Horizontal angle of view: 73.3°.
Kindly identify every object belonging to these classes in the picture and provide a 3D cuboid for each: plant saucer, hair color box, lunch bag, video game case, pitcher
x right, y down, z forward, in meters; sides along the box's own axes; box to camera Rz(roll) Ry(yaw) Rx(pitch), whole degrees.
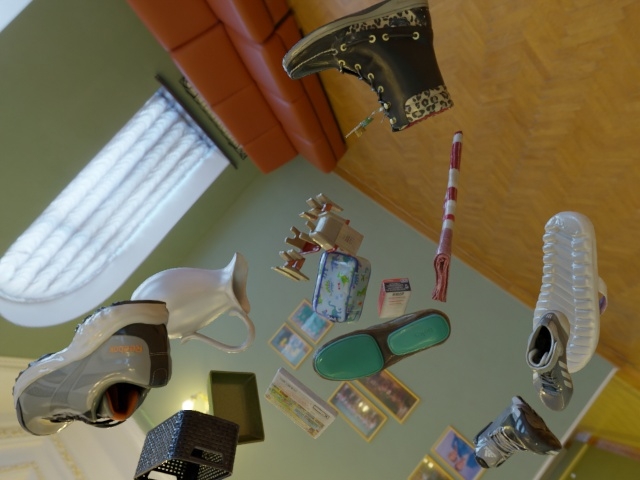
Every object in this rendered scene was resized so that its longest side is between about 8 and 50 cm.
[{"bbox_3d":[-0.236,0.452,1.155,0.188,0.045,0.189,29,-140,-54],"label":"plant saucer"},{"bbox_3d":[0.199,0.159,1.171,0.141,0.071,0.043,92,174,-53],"label":"hair color box"},{"bbox_3d":[0.059,0.146,1.370,0.090,0.219,0.176,10,-175,-42],"label":"lunch bag"},{"bbox_3d":[-0.069,0.529,1.393,0.227,0.026,0.206,36,136,10],"label":"video game case"},{"bbox_3d":[-0.226,0.130,0.785,0.125,0.207,0.178,61,-165,-72],"label":"pitcher"}]

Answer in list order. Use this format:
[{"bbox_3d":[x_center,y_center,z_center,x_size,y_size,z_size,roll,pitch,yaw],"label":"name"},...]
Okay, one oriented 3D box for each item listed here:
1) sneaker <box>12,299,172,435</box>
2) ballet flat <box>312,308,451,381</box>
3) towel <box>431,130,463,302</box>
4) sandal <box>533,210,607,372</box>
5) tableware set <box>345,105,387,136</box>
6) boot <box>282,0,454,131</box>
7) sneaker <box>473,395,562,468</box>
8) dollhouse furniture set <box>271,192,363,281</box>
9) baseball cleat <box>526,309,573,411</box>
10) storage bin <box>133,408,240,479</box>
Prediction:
[{"bbox_3d":[-0.269,0.174,0.498,0.100,0.271,0.108,14,-136,-53],"label":"sneaker"},{"bbox_3d":[0.147,0.248,1.054,0.124,0.342,0.116,20,-133,-87],"label":"ballet flat"},{"bbox_3d":[0.292,-0.051,0.988,0.037,0.329,0.237,6,150,16],"label":"towel"},{"bbox_3d":[0.636,0.135,1.067,0.169,0.102,0.417,-150,56,-65],"label":"sandal"},{"bbox_3d":[0.123,-0.253,0.853,0.024,0.104,0.154,49,134,-10],"label":"tableware set"},{"bbox_3d":[0.074,-0.248,0.661,0.085,0.236,0.179,-49,-61,-78],"label":"boot"},{"bbox_3d":[0.311,0.337,0.709,0.086,0.132,0.228,48,-172,25],"label":"sneaker"},{"bbox_3d":[0.000,0.000,1.308,0.135,0.262,0.259,33,161,-19],"label":"dollhouse furniture set"},{"bbox_3d":[0.401,0.229,0.771,0.072,0.109,0.206,4,109,48],"label":"baseball cleat"},{"bbox_3d":[-0.244,0.388,0.788,0.122,0.180,0.084,31,-140,-26],"label":"storage bin"}]
